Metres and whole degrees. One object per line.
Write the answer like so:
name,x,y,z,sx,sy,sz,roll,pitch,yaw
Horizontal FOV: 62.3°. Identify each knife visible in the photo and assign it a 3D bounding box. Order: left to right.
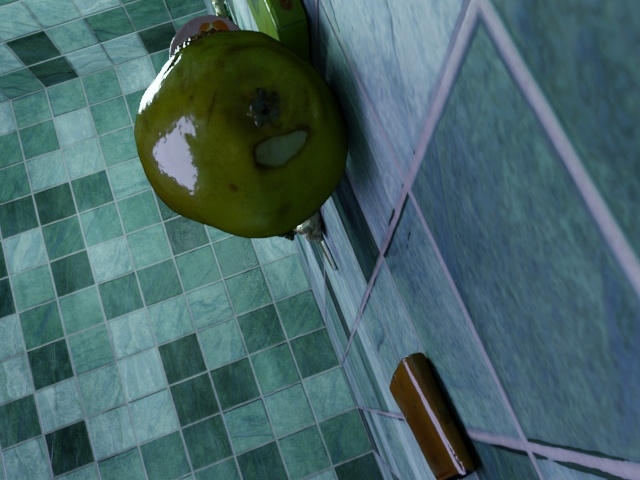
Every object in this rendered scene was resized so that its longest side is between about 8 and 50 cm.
knife,-0.001,0.000,1.470,0.256,0.022,0.046,-115,11,-45

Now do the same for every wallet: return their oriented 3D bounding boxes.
wallet,0.153,0.248,0.729,0.195,0.042,0.161,83,162,-60

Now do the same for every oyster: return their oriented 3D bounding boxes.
oyster,-0.043,-0.069,1.354,0.163,0.081,0.191,-110,6,-54

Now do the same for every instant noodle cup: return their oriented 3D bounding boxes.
instant noodle cup,-0.320,-0.545,1.664,0.231,0.242,0.243,-45,-65,-87

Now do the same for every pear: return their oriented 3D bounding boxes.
pear,-0.100,-0.127,0.685,0.321,0.269,0.269,133,117,-77

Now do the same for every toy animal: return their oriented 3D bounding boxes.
toy animal,-0.334,-0.770,1.868,0.241,0.056,0.099,78,177,-68

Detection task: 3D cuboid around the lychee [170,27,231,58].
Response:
lychee,-0.277,-0.414,1.405,0.304,0.275,0.276,35,148,55

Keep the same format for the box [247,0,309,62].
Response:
box,-0.091,-0.391,0.776,0.187,0.047,0.335,91,159,-75

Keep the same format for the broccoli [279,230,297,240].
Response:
broccoli,-0.134,-0.075,2.034,0.137,0.145,0.162,8,106,49
